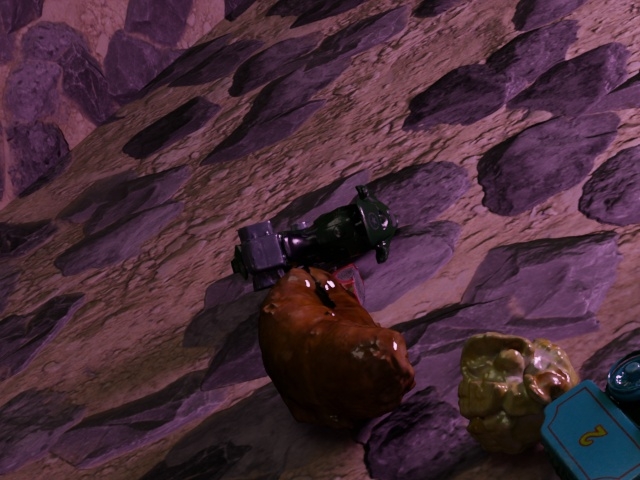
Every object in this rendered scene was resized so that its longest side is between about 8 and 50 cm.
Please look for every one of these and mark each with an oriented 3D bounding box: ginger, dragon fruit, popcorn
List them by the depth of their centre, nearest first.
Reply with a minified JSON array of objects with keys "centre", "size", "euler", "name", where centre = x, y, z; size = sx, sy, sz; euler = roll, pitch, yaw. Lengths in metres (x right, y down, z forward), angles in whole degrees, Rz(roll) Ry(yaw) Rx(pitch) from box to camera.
[{"centre":[0.222,0.176,1.524],"size":[0.136,0.162,0.141],"euler":[-61,-17,22],"name":"popcorn"},{"centre":[0.020,0.154,1.751],"size":[0.165,0.172,0.321],"euler":[3,16,-28],"name":"ginger"},{"centre":[0.031,0.073,2.009],"size":[0.060,0.056,0.083],"euler":[-20,26,16],"name":"dragon fruit"}]

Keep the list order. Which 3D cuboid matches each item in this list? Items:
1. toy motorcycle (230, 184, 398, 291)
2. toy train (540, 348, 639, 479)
[{"centre":[0.000,0.000,2.080],"size":[0.274,0.125,0.187],"euler":[-16,-6,-11],"name":"toy motorcycle"},{"centre":[0.316,0.208,1.359],"size":[0.163,0.112,0.203],"euler":[-34,21,0],"name":"toy train"}]
